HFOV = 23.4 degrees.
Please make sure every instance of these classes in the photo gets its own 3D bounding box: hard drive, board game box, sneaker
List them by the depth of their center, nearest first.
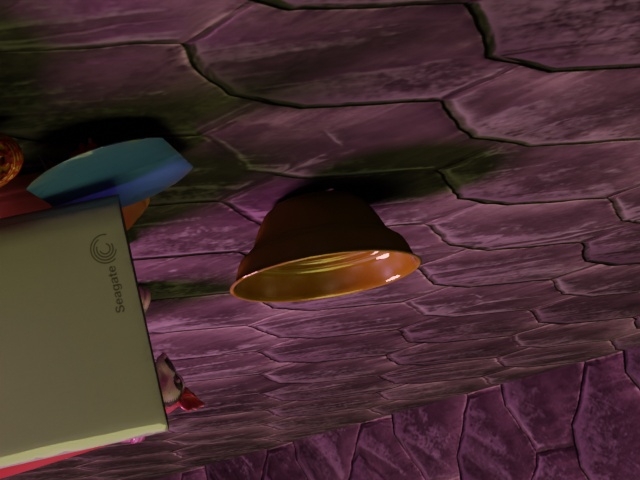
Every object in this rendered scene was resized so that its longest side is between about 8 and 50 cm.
[{"bbox_3d":[-0.315,-0.064,1.375,0.175,0.064,0.067,-15,-175,44],"label":"sneaker"},{"bbox_3d":[-0.197,-0.072,1.441,0.133,0.033,0.168,-21,164,7],"label":"board game box"},{"bbox_3d":[-0.338,0.107,1.453,0.353,0.233,0.047,-12,-165,-6],"label":"hard drive"}]

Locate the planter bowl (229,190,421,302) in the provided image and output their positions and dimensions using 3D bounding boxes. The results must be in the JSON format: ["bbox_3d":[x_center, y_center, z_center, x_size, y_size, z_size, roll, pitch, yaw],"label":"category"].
[{"bbox_3d":[0.000,0.000,1.731,0.217,0.090,0.217,-8,166,-2],"label":"planter bowl"}]

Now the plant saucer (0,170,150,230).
[{"bbox_3d":[-0.271,-0.025,1.571,0.200,0.037,0.200,-8,166,-2],"label":"plant saucer"}]

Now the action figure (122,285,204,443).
[{"bbox_3d":[-0.336,0.211,2.042,0.370,0.276,0.248,8,157,-11],"label":"action figure"}]

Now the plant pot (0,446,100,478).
[{"bbox_3d":[-0.331,0.129,1.651,0.243,0.275,0.275,-3,165,-25],"label":"plant pot"}]
